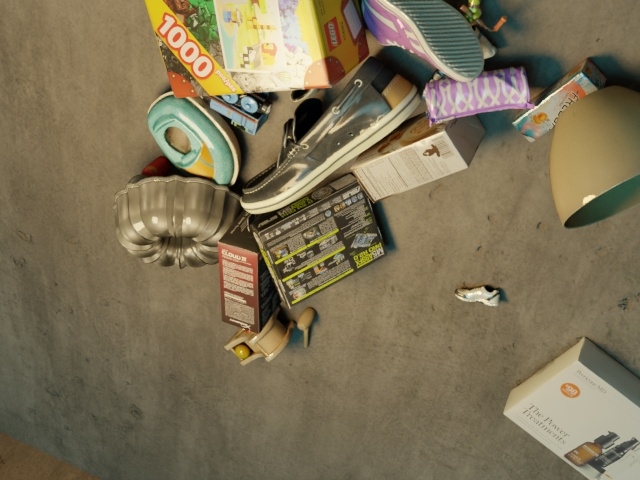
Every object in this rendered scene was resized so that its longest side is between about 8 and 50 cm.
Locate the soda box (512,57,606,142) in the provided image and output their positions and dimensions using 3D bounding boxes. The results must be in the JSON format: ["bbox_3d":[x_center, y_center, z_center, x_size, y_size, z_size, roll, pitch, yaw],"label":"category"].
[{"bbox_3d":[0.457,-0.266,1.812,0.058,0.063,0.183,43,134,-9],"label":"soda box"}]

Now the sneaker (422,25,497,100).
[{"bbox_3d":[0.274,-0.328,1.862,0.083,0.071,0.190,35,135,-8],"label":"sneaker"}]

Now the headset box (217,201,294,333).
[{"bbox_3d":[-0.149,0.042,2.293,0.110,0.218,0.293,17,133,17],"label":"headset box"}]

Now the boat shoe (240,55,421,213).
[{"bbox_3d":[-0.010,-0.222,2.030,0.500,0.187,0.156,-34,106,36],"label":"boat shoe"}]

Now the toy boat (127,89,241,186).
[{"bbox_3d":[-0.339,-0.198,2.252,0.267,0.148,0.318,47,133,-13],"label":"toy boat"}]

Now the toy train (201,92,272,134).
[{"bbox_3d":[-0.196,-0.320,2.125,0.184,0.080,0.105,28,140,6],"label":"toy train"}]

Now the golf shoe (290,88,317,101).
[{"bbox_3d":[-0.008,-0.356,1.984,0.069,0.086,0.176,35,133,2],"label":"golf shoe"}]

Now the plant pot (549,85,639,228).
[{"bbox_3d":[0.536,-0.170,1.736,0.284,0.284,0.190,-37,70,43],"label":"plant pot"}]

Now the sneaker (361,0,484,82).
[{"bbox_3d":[0.190,-0.394,1.813,0.282,0.102,0.161,48,161,6],"label":"sneaker"}]

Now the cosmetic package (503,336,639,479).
[{"bbox_3d":[0.672,0.433,2.242,0.377,0.097,0.284,37,132,-3],"label":"cosmetic package"}]

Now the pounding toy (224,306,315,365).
[{"bbox_3d":[-0.125,0.280,2.518,0.155,0.154,0.269,47,134,-12],"label":"pounding toy"}]

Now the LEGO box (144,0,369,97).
[{"bbox_3d":[-0.154,-0.546,1.800,0.373,0.193,0.500,1,120,29],"label":"LEGO box"}]

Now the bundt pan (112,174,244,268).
[{"bbox_3d":[-0.343,-0.028,2.296,0.331,0.124,0.331,0,154,0],"label":"bundt pan"}]

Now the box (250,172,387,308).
[{"bbox_3d":[0.000,0.000,2.160,0.060,0.270,0.216,42,157,57],"label":"box"}]

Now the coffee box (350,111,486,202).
[{"bbox_3d":[0.202,-0.187,1.966,0.247,0.141,0.098,-19,116,40],"label":"coffee box"}]

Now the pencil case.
[{"bbox_3d":[0.300,-0.278,1.817,0.206,0.088,0.086,-11,151,9],"label":"pencil case"}]

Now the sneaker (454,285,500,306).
[{"bbox_3d":[0.367,0.121,2.202,0.109,0.040,0.043,8,113,19],"label":"sneaker"}]

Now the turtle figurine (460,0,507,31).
[{"bbox_3d":[0.264,-0.516,1.697,0.217,0.087,0.269,28,151,20],"label":"turtle figurine"}]
